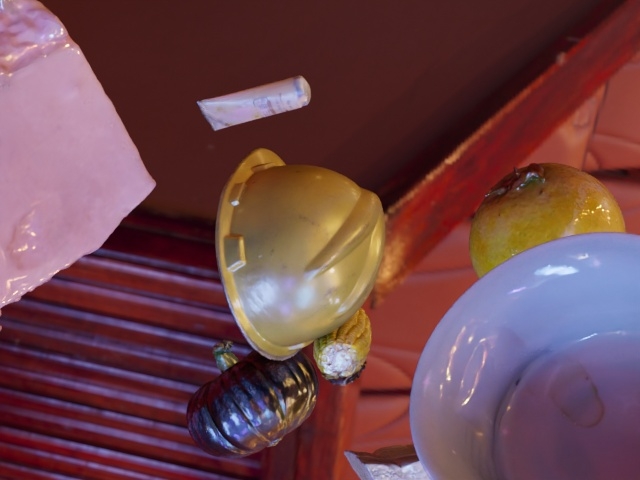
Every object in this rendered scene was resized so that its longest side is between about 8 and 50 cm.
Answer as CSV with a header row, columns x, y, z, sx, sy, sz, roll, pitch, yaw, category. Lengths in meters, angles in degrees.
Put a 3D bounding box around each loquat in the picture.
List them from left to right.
x,y,z,sx,sy,sz,roll,pitch,yaw,category
0.394,-0.013,1.757,0.275,0.275,0.275,11,90,-83,loquat

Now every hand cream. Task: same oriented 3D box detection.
x,y,z,sx,sy,sz,roll,pitch,yaw,category
-0.083,-0.176,1.285,0.061,0.143,0.039,57,22,-56,hand cream

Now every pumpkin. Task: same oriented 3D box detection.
x,y,z,sx,sy,sz,roll,pitch,yaw,category
-0.093,0.222,1.388,0.194,0.194,0.150,91,-26,-53,pumpkin

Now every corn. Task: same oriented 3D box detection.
x,y,z,sx,sy,sz,roll,pitch,yaw,category
0.026,0.118,1.172,0.203,0.072,0.072,-62,162,-83,corn

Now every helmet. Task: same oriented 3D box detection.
x,y,z,sx,sy,sz,roll,pitch,yaw,category
0.000,0.000,1.069,0.205,0.140,0.257,58,32,-35,helmet

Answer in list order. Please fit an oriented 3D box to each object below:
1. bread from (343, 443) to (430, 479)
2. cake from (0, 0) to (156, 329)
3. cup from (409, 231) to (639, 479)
x,y,z,sx,sy,sz,roll,pitch,yaw,category
0.088,0.319,1.189,0.077,0.105,0.152,-172,-101,-72,bread
-0.371,-0.097,0.955,0.314,0.307,0.293,-49,149,-15,cake
0.283,0.174,1.057,0.163,0.347,0.347,48,45,-38,cup
